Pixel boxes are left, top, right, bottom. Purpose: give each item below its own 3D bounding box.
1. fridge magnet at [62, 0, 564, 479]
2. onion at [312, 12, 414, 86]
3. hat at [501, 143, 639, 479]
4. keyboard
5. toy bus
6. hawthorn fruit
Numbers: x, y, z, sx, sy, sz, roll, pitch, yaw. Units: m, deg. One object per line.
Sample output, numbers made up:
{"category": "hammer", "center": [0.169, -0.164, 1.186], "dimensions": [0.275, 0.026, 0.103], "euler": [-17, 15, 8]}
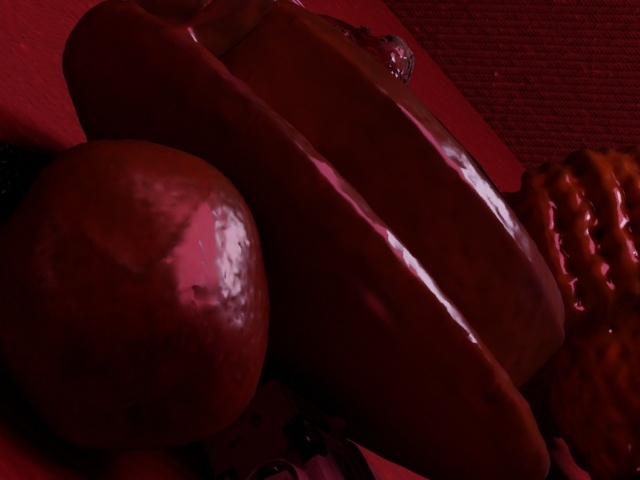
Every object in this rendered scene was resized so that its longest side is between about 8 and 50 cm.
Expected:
{"category": "fridge magnet", "center": [0.000, 0.000, 0.922], "dimensions": [0.363, 0.155, 0.363], "euler": [45, -9, 10]}
{"category": "onion", "center": [0.022, -0.151, 1.580], "dimensions": [0.184, 0.147, 0.184], "euler": [54, -1, 1]}
{"category": "hat", "center": [0.283, 0.110, 1.381], "dimensions": [0.285, 0.285, 0.400], "euler": [38, 21, -38]}
{"category": "keyboard", "center": [-0.166, -0.033, 0.897], "dimensions": [0.061, 0.013, 0.204], "euler": [53, 14, 19]}
{"category": "toy bus", "center": [0.008, 0.162, 0.787], "dimensions": [0.090, 0.063, 0.203], "euler": [39, 17, -46]}
{"category": "hawthorn fruit", "center": [-0.086, 0.028, 0.733], "dimensions": [0.133, 0.133, 0.138], "euler": [34, 22, -47]}
